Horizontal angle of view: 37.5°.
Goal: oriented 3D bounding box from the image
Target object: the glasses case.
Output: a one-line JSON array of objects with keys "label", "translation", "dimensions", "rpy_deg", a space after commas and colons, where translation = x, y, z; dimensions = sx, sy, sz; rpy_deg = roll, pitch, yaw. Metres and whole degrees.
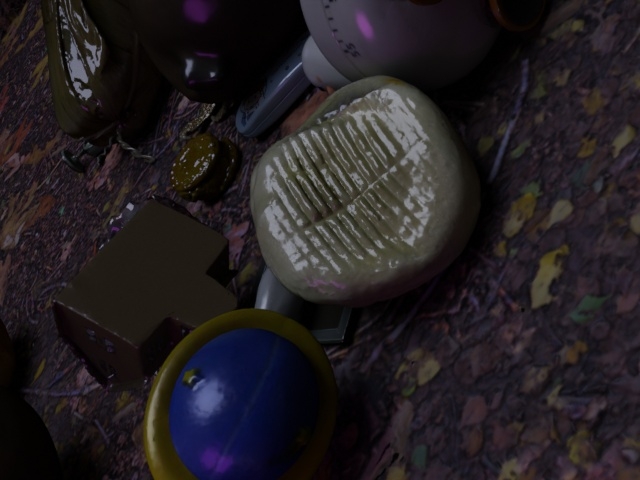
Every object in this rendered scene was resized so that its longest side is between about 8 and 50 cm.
[{"label": "glasses case", "translation": [-0.050, -0.210, 1.259], "dimensions": [0.178, 0.045, 0.067], "rpy_deg": [-45, 34, 22]}]

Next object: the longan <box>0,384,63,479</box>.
[{"label": "longan", "translation": [-0.465, 0.327, 1.148], "dimensions": [0.319, 0.319, 0.319], "rpy_deg": [-34, 40, 34]}]

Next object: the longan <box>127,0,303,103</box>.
[{"label": "longan", "translation": [-0.140, -0.324, 1.273], "dimensions": [0.300, 0.243, 0.300], "rpy_deg": [0, -90, -90]}]

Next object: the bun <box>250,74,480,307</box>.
[{"label": "bun", "translation": [0.041, -0.040, 0.906], "dimensions": [0.229, 0.145, 0.230], "rpy_deg": [-3, 73, 9]}]

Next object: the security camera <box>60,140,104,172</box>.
[{"label": "security camera", "translation": [-0.434, -0.174, 1.754], "dimensions": [0.092, 0.058, 0.058], "rpy_deg": [-41, 35, 12]}]

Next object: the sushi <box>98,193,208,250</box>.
[{"label": "sushi", "translation": [-0.222, 0.063, 1.212], "dimensions": [0.161, 0.107, 0.241], "rpy_deg": [4, 73, 56]}]

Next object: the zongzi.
[{"label": "zongzi", "translation": [-0.445, -0.396, 1.559], "dimensions": [0.218, 0.467, 0.500], "rpy_deg": [-12, 55, 43]}]

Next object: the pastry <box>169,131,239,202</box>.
[{"label": "pastry", "translation": [-0.162, -0.102, 1.312], "dimensions": [0.097, 0.057, 0.109], "rpy_deg": [1, 66, 52]}]

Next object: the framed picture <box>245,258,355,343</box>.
[{"label": "framed picture", "translation": [0.000, 0.000, 1.048], "dimensions": [0.197, 0.014, 0.252], "rpy_deg": [-9, 57, 51]}]

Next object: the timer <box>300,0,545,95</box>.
[{"label": "timer", "translation": [0.074, -0.262, 0.962], "dimensions": [0.240, 0.233, 0.234], "rpy_deg": [8, 71, 52]}]

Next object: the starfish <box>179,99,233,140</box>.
[{"label": "starfish", "translation": [-0.167, -0.247, 1.445], "dimensions": [0.150, 0.053, 0.210], "rpy_deg": [11, 75, 61]}]

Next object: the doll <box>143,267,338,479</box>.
[{"label": "doll", "translation": [-0.054, 0.141, 0.889], "dimensions": [0.243, 0.159, 0.311], "rpy_deg": [96, -164, -59]}]

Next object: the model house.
[{"label": "model house", "translation": [-0.172, 0.110, 1.081], "dimensions": [0.181, 0.176, 0.248], "rpy_deg": [-53, -16, -30]}]

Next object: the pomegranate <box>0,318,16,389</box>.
[{"label": "pomegranate", "translation": [-0.617, 0.206, 1.527], "dimensions": [0.248, 0.248, 0.248], "rpy_deg": [-34, 40, 34]}]
